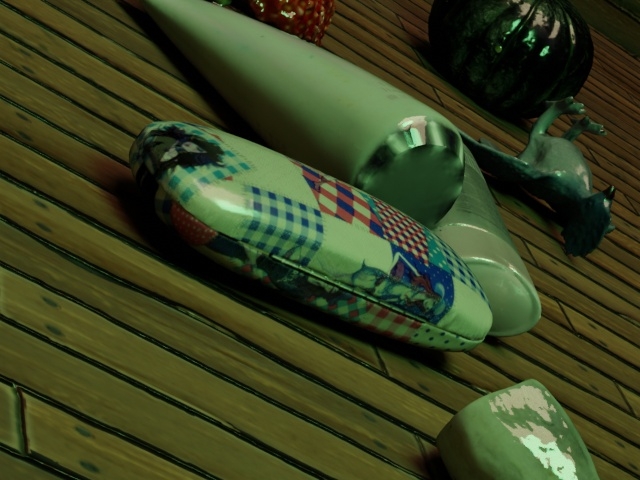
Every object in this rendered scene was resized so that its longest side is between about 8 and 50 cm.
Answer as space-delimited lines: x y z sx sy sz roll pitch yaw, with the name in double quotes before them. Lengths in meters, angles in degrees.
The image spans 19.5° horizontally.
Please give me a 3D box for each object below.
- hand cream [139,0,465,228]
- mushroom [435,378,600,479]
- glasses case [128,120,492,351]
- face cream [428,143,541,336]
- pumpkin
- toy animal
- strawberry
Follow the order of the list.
"hand cream" -0.017 -0.128 1.616 0.185 0.118 0.359 17 18 -45
"mushroom" 0.175 0.189 1.227 0.223 0.081 0.092 44 38 11
"glasses case" 0.000 0.000 1.362 0.327 0.076 0.125 23 24 -37
"face cream" 0.120 -0.012 1.636 0.107 0.073 0.269 26 20 -19
"pumpkin" 0.238 -0.252 2.334 0.220 0.162 0.220 29 17 -10
"toy animal" 0.242 -0.071 2.029 0.239 0.176 0.255 32 -16 -28
"strawberry" -0.067 -0.266 1.796 0.188 0.106 0.286 31 7 24
